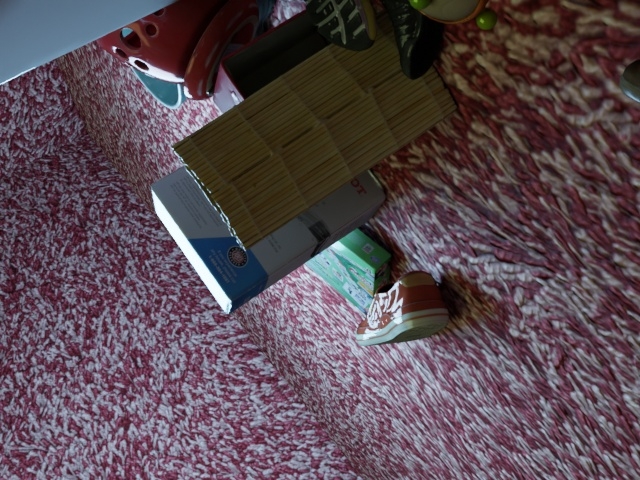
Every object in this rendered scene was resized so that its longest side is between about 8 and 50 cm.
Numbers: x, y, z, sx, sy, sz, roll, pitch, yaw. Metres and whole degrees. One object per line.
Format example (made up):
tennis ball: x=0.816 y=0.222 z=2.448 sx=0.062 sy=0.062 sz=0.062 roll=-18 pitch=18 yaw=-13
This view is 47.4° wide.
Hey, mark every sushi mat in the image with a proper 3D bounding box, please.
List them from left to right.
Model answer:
sushi mat: x=-0.003 y=-0.135 z=0.867 sx=0.151 sy=0.316 sz=0.019 roll=56 pitch=174 yaw=1

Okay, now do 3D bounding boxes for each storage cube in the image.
storage cube: x=-0.015 y=-0.184 z=0.984 sx=0.183 sy=0.215 sz=0.193 roll=57 pitch=168 yaw=-3

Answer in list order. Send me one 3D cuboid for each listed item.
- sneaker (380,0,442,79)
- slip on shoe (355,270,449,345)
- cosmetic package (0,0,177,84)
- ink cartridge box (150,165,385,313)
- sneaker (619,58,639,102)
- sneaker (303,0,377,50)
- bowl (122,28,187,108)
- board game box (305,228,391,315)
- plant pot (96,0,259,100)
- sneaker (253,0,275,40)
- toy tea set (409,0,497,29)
sneaker: x=0.093 y=-0.271 z=0.817 sx=0.089 sy=0.051 sz=0.170 roll=45 pitch=153 yaw=31
slip on shoe: x=0.136 y=0.127 z=1.282 sx=0.331 sy=0.123 sz=0.101 roll=122 pitch=140 yaw=-72
cosmetic package: x=-0.257 y=-0.395 z=0.850 sx=0.230 sy=0.453 sz=0.161 roll=54 pitch=160 yaw=5
ink cartridge box: x=-0.085 y=-0.061 z=1.195 sx=0.223 sy=0.307 sz=0.129 roll=54 pitch=163 yaw=9
sneaker: x=0.310 y=-0.122 z=0.523 sx=0.188 sy=0.066 sz=0.071 roll=29 pitch=130 yaw=45
sneaker: x=0.020 y=-0.322 z=0.843 sx=0.081 sy=0.094 sz=0.208 roll=-20 pitch=98 yaw=56
bowl: x=-0.272 y=-0.414 z=1.313 sx=0.311 sy=0.163 sz=0.311 roll=48 pitch=160 yaw=24
board game box: x=0.000 y=0.000 z=1.407 sx=0.317 sy=0.046 sz=0.213 roll=39 pitch=158 yaw=22
plant pot: x=-0.191 y=-0.309 z=1.025 sx=0.174 sy=0.191 sz=0.191 roll=31 pitch=159 yaw=2
sneaker: x=-0.148 y=-0.355 z=1.155 sx=0.109 sy=0.130 sz=0.286 roll=50 pitch=159 yaw=25
toy tea set: x=0.041 y=-0.320 z=0.637 sx=0.336 sy=0.124 sz=0.200 roll=31 pitch=156 yaw=18
